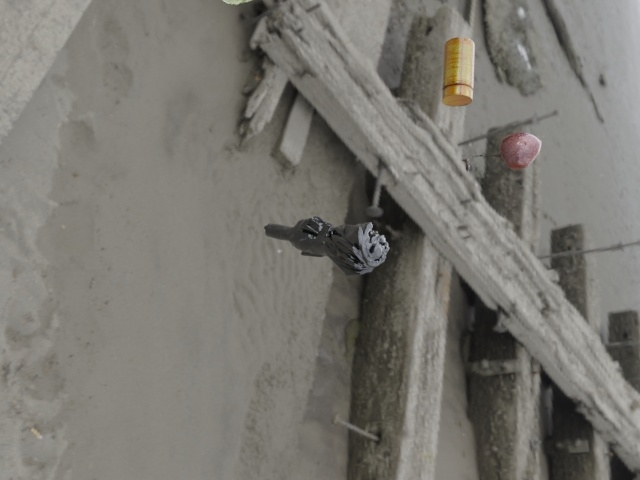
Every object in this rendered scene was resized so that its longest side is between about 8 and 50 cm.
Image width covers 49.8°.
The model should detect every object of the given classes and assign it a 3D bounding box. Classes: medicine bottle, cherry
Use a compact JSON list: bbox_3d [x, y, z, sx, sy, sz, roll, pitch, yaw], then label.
[{"bbox_3d":[0.427,-0.521,2.137,0.096,0.096,0.192,16,74,-48],"label":"medicine bottle"},{"bbox_3d":[0.530,-0.240,1.996,0.090,0.225,0.107,6,61,-67],"label":"cherry"}]

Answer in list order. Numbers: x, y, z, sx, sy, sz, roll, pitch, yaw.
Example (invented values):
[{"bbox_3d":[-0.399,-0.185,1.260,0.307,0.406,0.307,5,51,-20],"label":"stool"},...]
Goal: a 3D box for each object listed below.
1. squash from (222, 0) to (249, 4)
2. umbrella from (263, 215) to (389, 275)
[{"bbox_3d":[-0.176,-0.646,1.562,0.133,0.220,0.220,50,36,12],"label":"squash"},{"bbox_3d":[0.000,0.000,1.494,0.118,0.340,0.118,-11,105,-46],"label":"umbrella"}]
